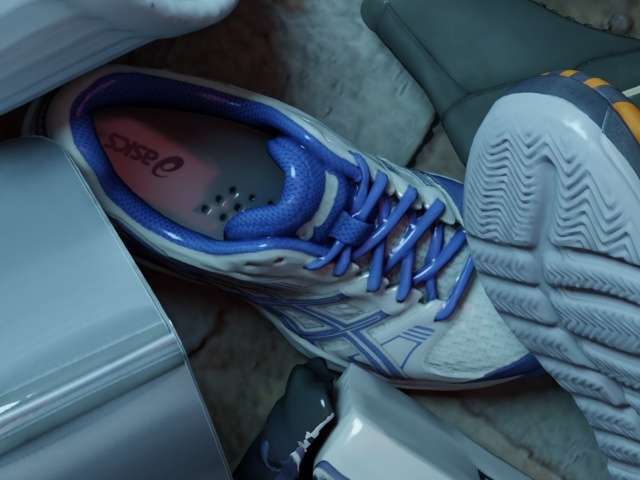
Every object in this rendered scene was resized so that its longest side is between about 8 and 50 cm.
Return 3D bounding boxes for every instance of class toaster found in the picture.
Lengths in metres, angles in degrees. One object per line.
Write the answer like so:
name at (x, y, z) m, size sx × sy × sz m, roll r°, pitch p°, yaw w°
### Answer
toaster at (-0.118, 0.069, 0.840) m, size 0.110 × 0.186 × 0.168 m, roll -27°, pitch 138°, yaw -10°

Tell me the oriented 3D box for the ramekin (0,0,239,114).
ramekin at (-0.162, -0.182, 0.806) m, size 0.135 × 0.277 × 0.277 m, roll -29°, pitch 94°, yaw 20°

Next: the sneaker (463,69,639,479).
sneaker at (0.186, 0.005, 0.912) m, size 0.180 × 0.124 × 0.321 m, roll -49°, pitch 134°, yaw -20°

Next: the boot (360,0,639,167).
boot at (0.132, -0.099, 0.966) m, size 0.198 × 0.077 × 0.137 m, roll -18°, pitch 60°, yaw -33°

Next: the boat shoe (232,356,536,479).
boat shoe at (0.087, 0.208, 0.942) m, size 0.340 × 0.127 × 0.158 m, roll 35°, pitch 101°, yaw -7°

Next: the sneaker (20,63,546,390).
sneaker at (0.000, 0.000, 0.912) m, size 0.296 × 0.131 × 0.112 m, roll 18°, pitch 85°, yaw -10°
